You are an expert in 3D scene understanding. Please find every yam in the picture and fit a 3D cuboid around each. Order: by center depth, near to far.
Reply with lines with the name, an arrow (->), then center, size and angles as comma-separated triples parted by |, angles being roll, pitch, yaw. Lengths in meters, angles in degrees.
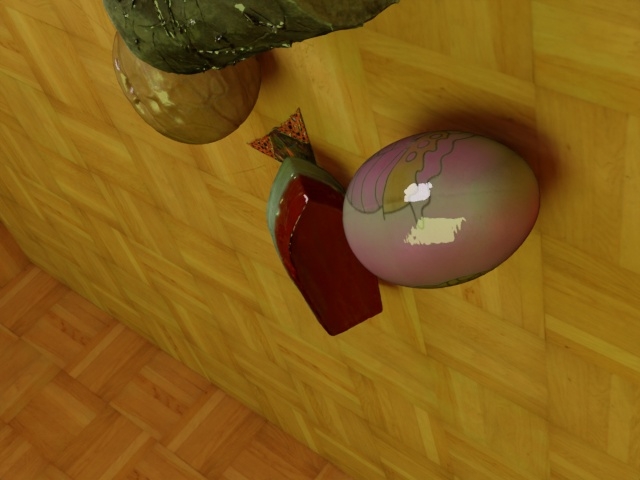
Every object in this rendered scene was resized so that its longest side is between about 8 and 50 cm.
yam -> -0.072, -0.299, 0.940 | 0.348, 0.241, 0.241 | 3, 135, 51

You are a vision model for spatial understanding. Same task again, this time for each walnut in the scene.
walnut -> -0.189, -0.243, 1.272 | 0.221, 0.195, 0.195 | 55, 154, -10

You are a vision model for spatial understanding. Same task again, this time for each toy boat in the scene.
toy boat -> 0.000, 0.000, 1.458 | 0.133, 0.145, 0.331 | 59, 173, 45

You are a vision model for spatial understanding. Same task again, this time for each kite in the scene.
kite -> -0.039, -0.135, 1.439 | 0.125, 0.008, 0.222 | 45, 157, -12

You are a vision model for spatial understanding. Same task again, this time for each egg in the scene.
egg -> 0.140, -0.038, 1.087 | 0.196, 0.196, 0.271 | 46, 160, -8
